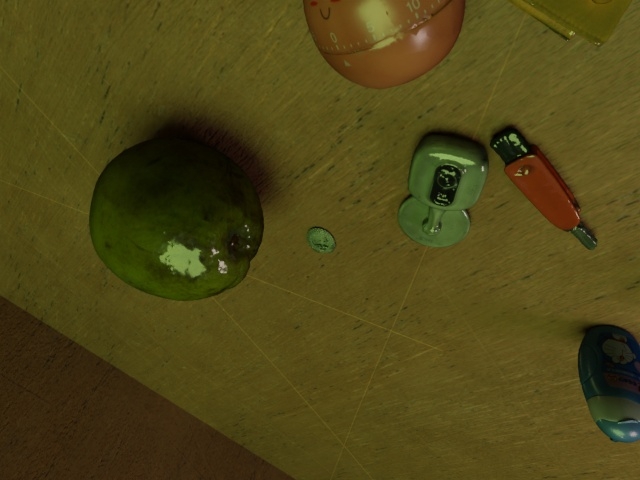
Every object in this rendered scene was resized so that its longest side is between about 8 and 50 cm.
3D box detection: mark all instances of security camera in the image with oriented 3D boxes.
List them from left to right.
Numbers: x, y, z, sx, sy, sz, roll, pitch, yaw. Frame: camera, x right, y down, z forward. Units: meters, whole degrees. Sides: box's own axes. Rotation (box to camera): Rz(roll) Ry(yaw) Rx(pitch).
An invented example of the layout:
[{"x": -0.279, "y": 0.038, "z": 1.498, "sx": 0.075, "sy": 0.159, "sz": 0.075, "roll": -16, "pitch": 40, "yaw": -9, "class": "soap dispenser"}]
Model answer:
[{"x": 0.243, "y": -0.078, "z": 1.058, "sx": 0.157, "sy": 0.080, "sz": 0.302, "roll": 13, "pitch": 139, "yaw": 9, "class": "security camera"}]

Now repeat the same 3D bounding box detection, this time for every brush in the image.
[{"x": 0.437, "y": -0.087, "z": 0.982, "sx": 0.323, "sy": 0.051, "sz": 0.070, "roll": 41, "pitch": 131, "yaw": -18, "class": "brush"}]

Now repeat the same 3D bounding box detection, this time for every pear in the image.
[{"x": -0.310, "y": -0.054, "z": 1.108, "sx": 0.413, "sy": 0.352, "sz": 0.352, "roll": 23, "pitch": 141, "yaw": 29, "class": "pear"}]

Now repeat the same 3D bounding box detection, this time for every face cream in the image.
[{"x": 0.647, "y": 0.315, "z": 1.135, "sx": 0.149, "sy": 0.264, "sz": 0.083, "roll": 13, "pitch": 137, "yaw": 9, "class": "face cream"}]

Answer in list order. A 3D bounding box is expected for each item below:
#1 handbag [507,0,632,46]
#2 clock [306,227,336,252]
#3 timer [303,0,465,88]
[{"x": 0.316, "y": -0.447, "z": 0.538, "sx": 0.283, "sy": 0.133, "sz": 0.401, "roll": 24, "pitch": 113, "yaw": -16, "class": "handbag"}, {"x": 0.000, "y": 0.000, "z": 1.280, "sx": 0.074, "sy": 0.010, "sz": 0.083, "roll": -2, "pitch": 131, "yaw": 25, "class": "clock"}, {"x": 0.089, "y": -0.345, "z": 0.745, "sx": 0.229, "sy": 0.230, "sz": 0.215, "roll": -11, "pitch": 126, "yaw": 31, "class": "timer"}]
